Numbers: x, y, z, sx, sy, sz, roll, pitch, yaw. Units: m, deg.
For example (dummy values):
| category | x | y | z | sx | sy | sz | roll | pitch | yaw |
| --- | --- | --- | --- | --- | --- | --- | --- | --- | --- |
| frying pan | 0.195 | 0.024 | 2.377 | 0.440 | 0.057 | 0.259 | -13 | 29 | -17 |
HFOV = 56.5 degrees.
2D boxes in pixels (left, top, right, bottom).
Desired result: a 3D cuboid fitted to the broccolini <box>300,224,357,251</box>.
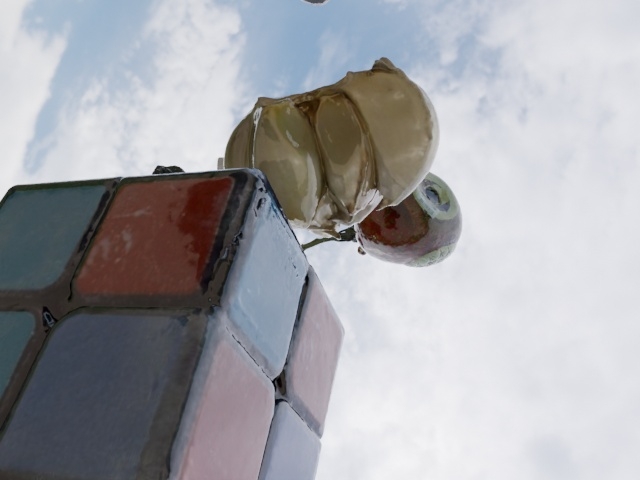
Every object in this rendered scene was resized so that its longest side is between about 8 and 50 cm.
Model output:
| category | x | y | z | sx | sy | sz | roll | pitch | yaw |
| --- | --- | --- | --- | --- | --- | --- | --- | --- | --- |
| broccolini | 0.000 | -0.001 | 1.485 | 0.218 | 0.042 | 0.044 | -12 | -138 | -9 |

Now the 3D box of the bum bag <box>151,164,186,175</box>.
| category | x | y | z | sx | sy | sz | roll | pitch | yaw |
| --- | --- | --- | --- | --- | --- | --- | --- | --- | --- |
| bum bag | -0.372 | -0.124 | 1.807 | 0.137 | 0.310 | 0.074 | -16 | -138 | 46 |

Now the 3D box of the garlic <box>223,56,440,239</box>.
| category | x | y | z | sx | sy | sz | roll | pitch | yaw |
| --- | --- | --- | --- | --- | --- | --- | --- | --- | --- |
| garlic | 0.013 | -0.102 | 0.798 | 0.281 | 0.185 | 0.203 | -15 | -92 | 0 |

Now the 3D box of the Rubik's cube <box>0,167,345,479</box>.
| category | x | y | z | sx | sy | sz | roll | pitch | yaw |
| --- | --- | --- | --- | --- | --- | --- | --- | --- | --- |
| Rubik's cube | -0.180 | 0.143 | 0.616 | 0.317 | 0.313 | 0.318 | -2 | -128 | 19 |

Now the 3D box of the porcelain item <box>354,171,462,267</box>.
| category | x | y | z | sx | sy | sz | roll | pitch | yaw |
| --- | --- | --- | --- | --- | --- | --- | --- | --- | --- |
| porcelain item | 0.167 | -0.037 | 1.281 | 0.253 | 0.253 | 0.252 | -15 | -118 | 30 |

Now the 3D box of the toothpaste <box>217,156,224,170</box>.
| category | x | y | z | sx | sy | sz | roll | pitch | yaw |
| --- | --- | --- | --- | --- | --- | --- | --- | --- | --- |
| toothpaste | -0.127 | -0.159 | 1.299 | 0.194 | 0.071 | 0.045 | 1 | -87 | 1 |

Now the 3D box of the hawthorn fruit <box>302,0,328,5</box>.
| category | x | y | z | sx | sy | sz | roll | pitch | yaw |
| --- | --- | --- | --- | --- | --- | --- | --- | --- | --- |
| hawthorn fruit | -0.029 | -0.813 | 1.754 | 0.190 | 0.190 | 0.251 | -38 | -114 | 16 |
